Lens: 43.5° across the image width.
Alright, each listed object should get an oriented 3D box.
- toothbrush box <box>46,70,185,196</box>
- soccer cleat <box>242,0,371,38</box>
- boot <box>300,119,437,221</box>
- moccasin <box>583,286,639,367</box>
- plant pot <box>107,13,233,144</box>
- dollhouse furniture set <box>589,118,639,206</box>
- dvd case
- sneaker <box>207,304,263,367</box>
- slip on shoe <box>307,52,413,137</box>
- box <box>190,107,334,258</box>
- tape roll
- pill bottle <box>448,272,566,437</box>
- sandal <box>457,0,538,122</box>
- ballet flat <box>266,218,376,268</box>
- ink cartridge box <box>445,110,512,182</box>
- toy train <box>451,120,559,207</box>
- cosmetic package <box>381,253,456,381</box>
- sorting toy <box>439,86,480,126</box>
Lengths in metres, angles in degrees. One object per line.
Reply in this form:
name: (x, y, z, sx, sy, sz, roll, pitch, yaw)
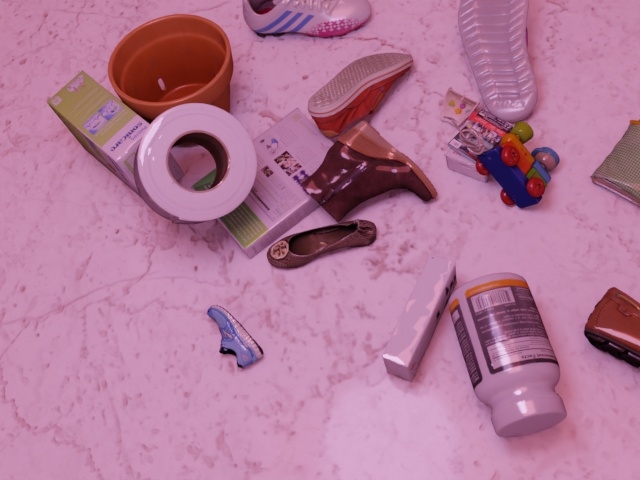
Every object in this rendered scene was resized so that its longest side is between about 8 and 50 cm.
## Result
toothbrush box: (-0.484, -0.242, 1.908, 0.283, 0.206, 0.122, 37, 76, 26)
soccer cleat: (-0.041, -0.590, 2.031, 0.331, 0.143, 0.116, -2, 62, 11)
boot: (0.108, -0.117, 1.770, 0.248, 0.090, 0.207, 41, 93, -1)
moccasin: (0.678, 0.207, 1.456, 0.380, 0.139, 0.147, 30, 81, 35)
plant pot: (-0.336, -0.369, 1.935, 0.291, 0.203, 0.290, -4, 57, 7)
dollhouse furniture set: (0.731, -0.158, 1.619, 0.302, 0.151, 0.197, 34, 74, 26)
dvd case: (0.350, -0.228, 1.757, 0.087, 0.013, 0.119, 37, 74, 28)
sneaker: (-0.194, 0.201, 1.688, 0.073, 0.063, 0.162, -42, 61, -7)
slip on shoe: (0.099, -0.352, 1.891, 0.123, 0.101, 0.331, 20, 49, 39)
box: (-0.106, -0.137, 1.855, 0.322, 0.058, 0.232, -37, 61, -9)
tape roll: (-0.270, -0.158, 1.710, 0.246, 0.169, 0.246, 1, 88, -16)
pill bottle: (0.350, 0.213, 1.503, 0.162, 0.162, 0.278, -15, 61, 4)
sandal: (0.421, -0.462, 1.891, 0.169, 0.102, 0.416, -9, 73, 25)
ballet flat: (0.000, 0.000, 1.754, 0.250, 0.058, 0.084, -13, 60, 6)
ink cartridge box: (0.353, -0.209, 1.787, 0.099, 0.056, 0.135, 25, 70, 23)
toy train: (0.396, -0.202, 1.694, 0.248, 0.105, 0.143, 48, 63, -12)
cosmetic package: (0.202, 0.154, 1.603, 0.061, 0.099, 0.239, 20, 69, 22)
sorting toy: (0.316, -0.302, 1.857, 0.083, 0.045, 0.075, 33, 81, 25)
